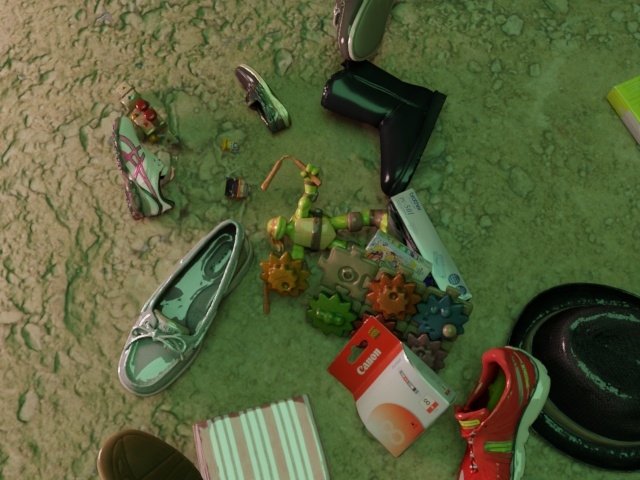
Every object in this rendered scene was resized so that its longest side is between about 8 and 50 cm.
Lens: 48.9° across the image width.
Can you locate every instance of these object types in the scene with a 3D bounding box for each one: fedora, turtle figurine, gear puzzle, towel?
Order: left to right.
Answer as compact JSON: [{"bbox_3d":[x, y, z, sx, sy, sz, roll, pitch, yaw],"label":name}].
[{"bbox_3d":[-0.093,0.336,1.113,0.197,0.029,0.144,-14,72,-7],"label":"towel"},{"bbox_3d":[0.000,0.000,1.193,0.218,0.087,0.269,8,94,-1],"label":"turtle figurine"},{"bbox_3d":[0.059,0.100,1.114,0.339,0.175,0.044,23,31,4],"label":"gear puzzle"},{"bbox_3d":[0.465,0.200,1.091,0.334,0.152,0.333,0,72,0],"label":"fedora"}]

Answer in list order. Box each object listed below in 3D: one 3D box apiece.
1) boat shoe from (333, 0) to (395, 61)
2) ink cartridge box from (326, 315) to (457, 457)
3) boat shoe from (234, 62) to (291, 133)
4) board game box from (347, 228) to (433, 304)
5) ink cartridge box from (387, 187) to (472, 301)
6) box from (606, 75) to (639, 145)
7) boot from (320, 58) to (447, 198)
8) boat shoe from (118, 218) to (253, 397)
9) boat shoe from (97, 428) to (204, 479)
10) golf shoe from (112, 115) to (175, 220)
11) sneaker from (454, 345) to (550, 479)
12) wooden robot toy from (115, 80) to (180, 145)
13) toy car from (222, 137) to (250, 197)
[{"bbox_3d":[0.075,-0.438,1.303,0.096,0.112,0.335,8,49,20],"label":"boat shoe"},{"bbox_3d":[0.101,0.227,1.094,0.179,0.045,0.145,41,121,10],"label":"ink cartridge box"},{"bbox_3d":[-0.115,-0.262,1.294,0.049,0.056,0.152,-36,75,-16],"label":"boat shoe"},{"bbox_3d":[0.096,0.069,1.140,0.103,0.026,0.154,33,119,0],"label":"board game box"},{"bbox_3d":[0.177,0.024,1.178,0.046,0.097,0.207,-24,74,-8],"label":"ink cartridge box"},{"bbox_3d":[0.623,-0.223,1.289,0.109,0.042,0.178,-25,74,-7],"label":"box"},{"bbox_3d":[0.092,-0.205,1.253,0.207,0.094,0.246,23,66,4],"label":"boot"},{"bbox_3d":[-0.222,0.106,1.147,0.118,0.103,0.320,34,75,10],"label":"boat shoe"},{"bbox_3d":[-0.202,0.426,1.028,0.342,0.123,0.123,42,45,2],"label":"boat shoe"},{"bbox_3d":[-0.314,-0.132,1.241,0.086,0.067,0.186,-15,90,-12],"label":"golf shoe"},{"bbox_3d":[0.242,0.290,1.055,0.118,0.107,0.278,23,81,-28],"label":"sneaker"},{"bbox_3d":[-0.331,-0.213,1.274,0.079,0.076,0.173,-42,76,-1],"label":"wooden robot toy"},{"bbox_3d":[-0.145,-0.130,1.253,0.041,0.060,0.121,6,76,-32],"label":"toy car"}]
